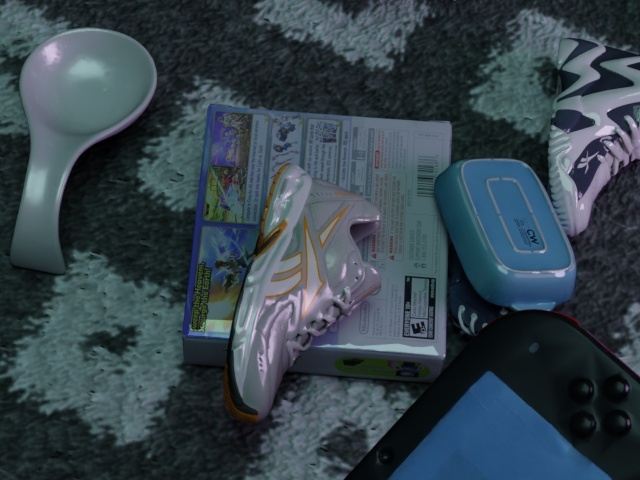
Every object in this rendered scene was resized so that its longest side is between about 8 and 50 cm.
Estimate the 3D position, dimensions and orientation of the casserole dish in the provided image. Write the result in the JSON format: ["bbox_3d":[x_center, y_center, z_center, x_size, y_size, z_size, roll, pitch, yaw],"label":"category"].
[{"bbox_3d":[0.179,-0.014,1.685,0.114,0.037,0.188,-2,52,-23],"label":"casserole dish"}]

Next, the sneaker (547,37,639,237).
[{"bbox_3d":[0.306,-0.102,1.775,0.153,0.094,0.235,3,48,9],"label":"sneaker"}]

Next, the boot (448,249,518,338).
[{"bbox_3d":[0.165,0.088,1.676,0.086,0.069,0.190,-2,49,2],"label":"boot"}]

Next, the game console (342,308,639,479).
[{"bbox_3d":[0.165,0.283,1.461,0.386,0.060,0.342,-48,62,0],"label":"game console"}]

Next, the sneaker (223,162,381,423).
[{"bbox_3d":[-0.011,0.050,1.598,0.121,0.099,0.262,15,60,1],"label":"sneaker"}]

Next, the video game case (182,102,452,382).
[{"bbox_3d":[0.000,0.000,1.719,0.244,0.061,0.269,5,58,-1],"label":"video game case"}]

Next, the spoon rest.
[{"bbox_3d":[-0.246,-0.105,1.760,0.137,0.084,0.276,9,59,3],"label":"spoon rest"}]
